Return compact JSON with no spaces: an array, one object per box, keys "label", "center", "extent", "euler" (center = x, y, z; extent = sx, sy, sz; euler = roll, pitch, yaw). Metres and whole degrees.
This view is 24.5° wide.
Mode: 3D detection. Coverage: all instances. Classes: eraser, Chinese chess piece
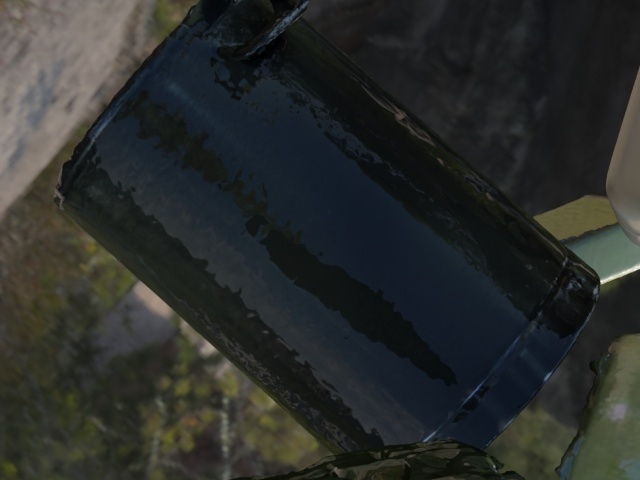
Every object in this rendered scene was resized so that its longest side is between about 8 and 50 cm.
[{"label":"eraser","center":[0.212,0.013,1.334],"extent":[0.172,0.117,0.058],"euler":[-20,105,-22]},{"label":"Chinese chess piece","center":[0.196,0.153,0.951],"extent":[0.188,0.083,0.188],"euler":[18,90,-77]}]

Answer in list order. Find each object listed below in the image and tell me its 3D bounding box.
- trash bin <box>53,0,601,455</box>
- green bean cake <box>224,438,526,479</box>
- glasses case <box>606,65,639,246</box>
[{"label":"trash bin","center":[0.000,0.000,0.951],"extent":[0.252,0.301,0.203],"euler":[-45,-175,47]},{"label":"green bean cake","center":[-0.036,0.155,0.482],"extent":[0.241,0.255,0.132],"euler":[-80,162,-86]},{"label":"glasses case","center":[0.228,-0.084,0.869],"extent":[0.050,0.083,0.196],"euler":[50,52,-49]}]
